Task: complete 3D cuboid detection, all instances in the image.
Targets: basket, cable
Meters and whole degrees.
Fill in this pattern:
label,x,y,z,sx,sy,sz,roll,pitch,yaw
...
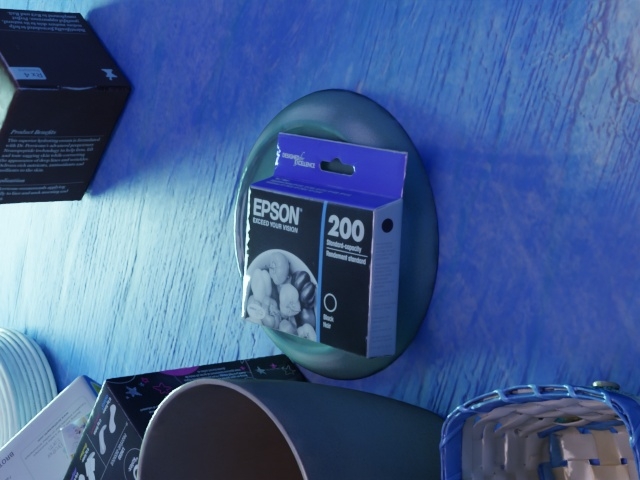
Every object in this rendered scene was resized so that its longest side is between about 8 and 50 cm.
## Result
label,x,y,z,sx,sy,sz,roll,pitch,yaw
basket,0.173,0.219,1.134,0.254,0.289,0.201,-14,83,47
cable,-0.474,0.255,2.025,0.257,0.089,0.257,26,113,45

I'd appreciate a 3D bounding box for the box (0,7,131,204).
label,x,y,z,sx,sy,sz,roll,pitch,yaw
box,-0.384,-0.174,1.824,0.167,0.168,0.203,54,130,32

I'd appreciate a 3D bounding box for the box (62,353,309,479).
label,x,y,z,sx,sy,sz,roll,pitch,yaw
box,-0.124,0.239,1.505,0.142,0.247,0.163,50,128,35

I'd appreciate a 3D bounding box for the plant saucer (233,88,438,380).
label,x,y,z,sx,sy,sz,roll,pitch,yaw
plant saucer,-0.001,-0.005,1.501,0.317,0.043,0.318,4,96,48

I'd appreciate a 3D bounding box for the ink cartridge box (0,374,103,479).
label,x,y,z,sx,sy,sz,roll,pitch,yaw
ink cartridge box,-0.260,0.402,1.667,0.270,0.151,0.395,-43,54,2

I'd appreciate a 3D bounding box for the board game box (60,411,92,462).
label,x,y,z,sx,sy,sz,roll,pitch,yaw
board game box,-0.236,0.264,1.618,0.103,0.026,0.154,-30,56,8

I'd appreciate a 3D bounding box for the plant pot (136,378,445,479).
label,x,y,z,sx,sy,sz,roll,pitch,yaw
plant pot,0.010,0.242,1.331,0.256,0.274,0.257,5,98,47

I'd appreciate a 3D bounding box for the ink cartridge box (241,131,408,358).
label,x,y,z,sx,sy,sz,roll,pitch,yaw
ink cartridge box,0.000,0.000,1.435,0.206,0.045,0.208,12,101,48
